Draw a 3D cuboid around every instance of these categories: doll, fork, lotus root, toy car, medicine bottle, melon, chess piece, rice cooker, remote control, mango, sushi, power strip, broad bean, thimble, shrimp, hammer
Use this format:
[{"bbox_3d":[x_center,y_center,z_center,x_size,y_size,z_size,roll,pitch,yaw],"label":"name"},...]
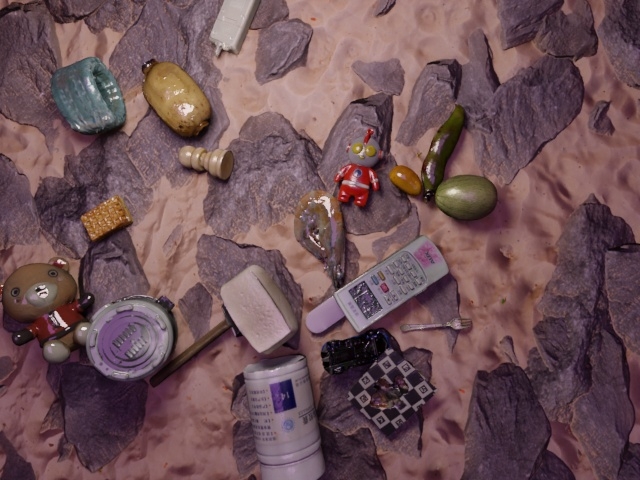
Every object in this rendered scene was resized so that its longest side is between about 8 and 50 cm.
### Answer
[{"bbox_3d":[-0.829,0.219,1.290,0.235,0.174,0.330,-32,86,-29],"label":"doll"},{"bbox_3d":[0.126,-0.229,1.289,0.142,0.076,0.245,16,91,8],"label":"doll"},{"bbox_3d":[0.348,0.254,1.256,0.219,0.028,0.034,-4,89,4],"label":"fork"},{"bbox_3d":[-0.462,-0.455,1.319,0.160,0.146,0.284,-40,90,-19],"label":"lotus root"},{"bbox_3d":[0.104,0.330,1.252,0.216,0.063,0.103,-12,89,-12],"label":"toy car"},{"bbox_3d":[-0.103,0.512,1.191,0.189,0.190,0.333,-11,85,4],"label":"medicine bottle"},{"bbox_3d":[0.435,-0.125,1.224,0.192,0.139,0.139,5,86,3],"label":"melon"},{"bbox_3d":[-0.371,-0.258,1.329,0.170,0.094,0.094,15,87,13],"label":"chess piece"},{"bbox_3d":[-0.549,0.282,1.228,0.241,0.227,0.281,41,75,-10],"label":"rice cooker"},{"bbox_3d":[0.060,0.200,1.287,0.244,0.022,0.077,-36,86,0],"label":"remote control"},{"bbox_3d":[0.262,-0.179,1.270,0.114,0.080,0.060,35,75,13],"label":"mango"},{"bbox_3d":[0.208,0.446,1.244,0.192,0.040,0.210,42,98,3],"label":"sushi"},{"bbox_3d":[0.213,0.126,1.251,0.343,0.050,0.145,-34,86,-3],"label":"remote control"},{"bbox_3d":[-0.271,-0.754,1.368,0.098,0.058,0.339,22,87,5],"label":"power strip"},{"bbox_3d":[0.366,-0.267,1.278,0.077,0.061,0.339,21,88,-2],"label":"broad bean"},{"bbox_3d":[-0.723,-0.445,1.309,0.143,0.198,0.235,-18,78,5],"label":"thimble"},{"bbox_3d":[0.000,0.000,1.291,0.164,0.062,0.317,-10,89,21],"label":"shrimp"},{"bbox_3d":[-0.387,0.339,1.297,0.365,0.043,0.111,-39,65,6],"label":"hammer"}]

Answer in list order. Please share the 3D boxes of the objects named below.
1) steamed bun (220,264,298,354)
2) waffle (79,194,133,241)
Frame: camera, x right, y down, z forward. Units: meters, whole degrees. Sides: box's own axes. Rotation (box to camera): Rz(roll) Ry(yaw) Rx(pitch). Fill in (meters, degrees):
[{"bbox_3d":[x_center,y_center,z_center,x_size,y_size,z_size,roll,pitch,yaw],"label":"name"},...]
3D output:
[{"bbox_3d":[-0.175,0.202,1.233,0.146,0.164,0.242,-35,87,3],"label":"steamed bun"},{"bbox_3d":[-0.695,-0.071,1.356,0.147,0.042,0.103,-30,82,2],"label":"waffle"}]
